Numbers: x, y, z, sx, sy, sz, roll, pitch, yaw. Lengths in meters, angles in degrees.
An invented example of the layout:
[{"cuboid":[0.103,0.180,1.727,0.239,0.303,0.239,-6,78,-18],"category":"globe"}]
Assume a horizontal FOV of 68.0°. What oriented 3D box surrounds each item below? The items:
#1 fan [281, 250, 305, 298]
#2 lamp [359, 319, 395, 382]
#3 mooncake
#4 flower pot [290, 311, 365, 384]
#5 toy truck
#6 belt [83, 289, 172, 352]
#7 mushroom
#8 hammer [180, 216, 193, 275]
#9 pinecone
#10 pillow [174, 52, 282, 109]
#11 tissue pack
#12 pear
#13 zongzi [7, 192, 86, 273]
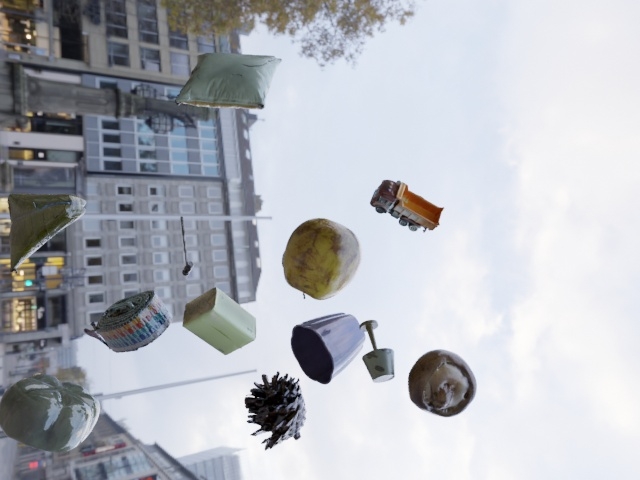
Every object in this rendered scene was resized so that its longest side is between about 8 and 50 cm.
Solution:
[{"cuboid":[-0.112,0.156,2.504,0.191,0.009,0.328,-25,-115,23],"category":"fan"},{"cuboid":[0.203,0.396,1.707,0.121,0.122,0.214,-56,-144,43],"category":"lamp"},{"cuboid":[-0.777,0.487,1.372,0.275,0.275,0.135,15,-103,57],"category":"mooncake"},{"cuboid":[0.044,0.419,1.970,0.265,0.243,0.264,26,-52,39],"category":"flower pot"},{"cuboid":[0.338,-0.133,1.861,0.135,0.271,0.114,-55,-172,54],"category":"toy truck"},{"cuboid":[-0.698,0.288,1.742,0.295,0.206,0.160,-13,-61,31],"category":"belt"},{"cuboid":[0.428,0.509,1.691,0.153,0.254,0.252,179,-91,-77],"category":"mushroom"},{"cuboid":[-0.515,0.008,1.801,0.058,0.029,0.292,-52,-140,32],"category":"hammer"},{"cuboid":[-0.180,0.674,1.898,0.298,0.242,0.295,62,14,-82],"category":"pinecone"},{"cuboid":[-0.309,-0.553,1.634,0.119,0.311,0.312,86,9,-51],"category":"pillow"},{"cuboid":[-0.367,0.302,1.752,0.159,0.234,0.125,-29,-143,19],"category":"tissue pack"},{"cuboid":[0.006,0.061,1.579,0.281,0.281,0.280,5,-84,58],"category":"pear"},{"cuboid":[-0.850,-0.023,1.455,0.115,0.228,0.255,41,51,-75],"category":"zongzi"}]
